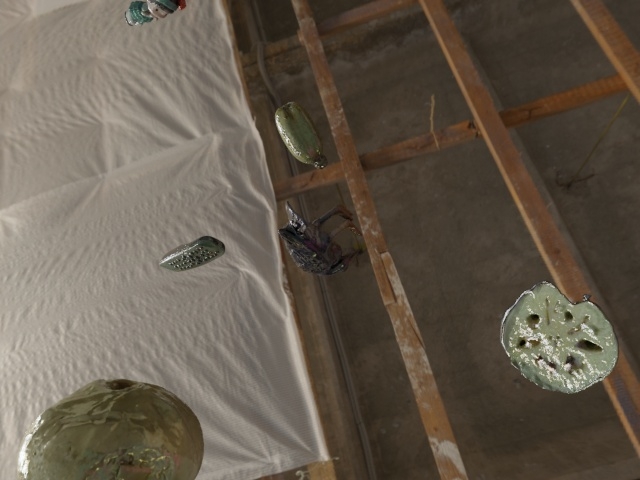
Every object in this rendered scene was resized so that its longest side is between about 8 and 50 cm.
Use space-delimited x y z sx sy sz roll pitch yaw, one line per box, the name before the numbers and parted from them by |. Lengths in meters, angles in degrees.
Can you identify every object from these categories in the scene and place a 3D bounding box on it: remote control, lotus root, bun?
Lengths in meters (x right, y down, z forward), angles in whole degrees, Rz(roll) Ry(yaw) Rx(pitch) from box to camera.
remote control | -0.314 0.035 1.087 0.221 0.072 0.042 -19 -127 39
lotus root | 0.430 0.167 0.804 0.077 0.204 0.183 -9 -122 -36
lotus root | -0.046 -0.256 1.130 0.090 0.077 0.183 -37 -76 -8
bun | -0.429 0.406 0.961 0.363 0.364 0.203 7 -94 16

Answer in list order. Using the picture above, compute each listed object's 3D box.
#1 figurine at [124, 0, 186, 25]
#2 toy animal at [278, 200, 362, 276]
figurine | -0.285 -0.398 0.772 0.105 0.060 0.047 -9 -96 30
toy animal | 0.000 0.000 1.108 0.185 0.298 0.122 -43 -124 19
